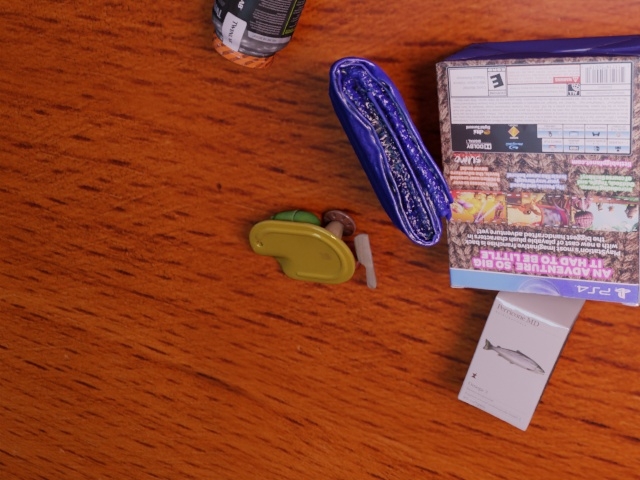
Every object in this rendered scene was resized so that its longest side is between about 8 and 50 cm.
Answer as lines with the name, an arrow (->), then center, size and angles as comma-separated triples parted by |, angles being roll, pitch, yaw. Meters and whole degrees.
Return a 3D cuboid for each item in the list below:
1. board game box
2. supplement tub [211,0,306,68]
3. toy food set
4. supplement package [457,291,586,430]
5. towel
board game box -> 0.281, -0.089, 1.020 | 0.232, 0.141, 0.291 | 5, 114, 28
supplement tub -> -0.076, -0.337, 1.129 | 0.117, 0.117, 0.190 | 34, 123, 13
toy food set -> 0.000, 0.000, 1.274 | 0.218, 0.071, 0.128 | 7, 138, 29
supplement package -> 0.275, 0.148, 1.151 | 0.105, 0.105, 0.179 | 24, 121, 20
towel -> 0.085, -0.118, 1.042 | 0.076, 0.308, 0.227 | -26, 97, 3
